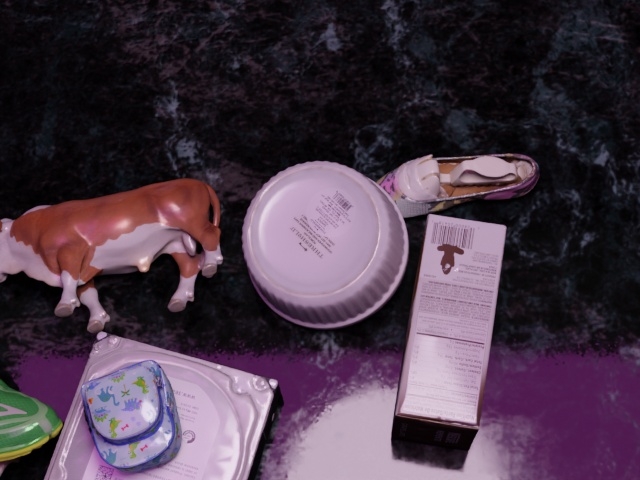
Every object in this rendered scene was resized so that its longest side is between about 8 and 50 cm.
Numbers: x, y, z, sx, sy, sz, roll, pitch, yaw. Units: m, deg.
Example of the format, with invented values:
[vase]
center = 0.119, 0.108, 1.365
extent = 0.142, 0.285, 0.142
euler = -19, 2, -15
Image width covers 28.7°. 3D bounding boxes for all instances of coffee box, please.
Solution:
[coffee box]
center = 0.152, 0.111, 1.488
extent = 0.098, 0.141, 0.246
euler = 9, 71, 5

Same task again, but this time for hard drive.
[hard drive]
center = -0.206, 0.297, 1.474
extent = 0.237, 0.064, 0.339
euler = 15, 72, 8

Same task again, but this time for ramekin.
[ramekin]
center = 0.000, 0.000, 1.533
extent = 0.207, 0.109, 0.207
euler = -2, 76, 10

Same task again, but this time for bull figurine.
[bull figurine]
center = -0.267, 0.011, 1.550
extent = 0.310, 0.101, 0.188
euler = -18, 56, -8

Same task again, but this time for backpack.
[backpack]
center = -0.216, 0.203, 1.431
extent = 0.105, 0.084, 0.114
euler = -19, 73, -2

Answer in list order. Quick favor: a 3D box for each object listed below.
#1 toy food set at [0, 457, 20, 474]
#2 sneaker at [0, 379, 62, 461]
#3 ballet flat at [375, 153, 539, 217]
[toy food set]
center = -0.514, 0.356, 1.461
extent = 0.219, 0.092, 0.306
euler = 16, 63, 8
[sneaker]
center = -0.442, 0.166, 1.480
extent = 0.295, 0.123, 0.109
euler = 23, 34, 15
[ballet flat]
center = 0.169, -0.080, 1.589
extent = 0.221, 0.079, 0.077
euler = -7, 71, 0
